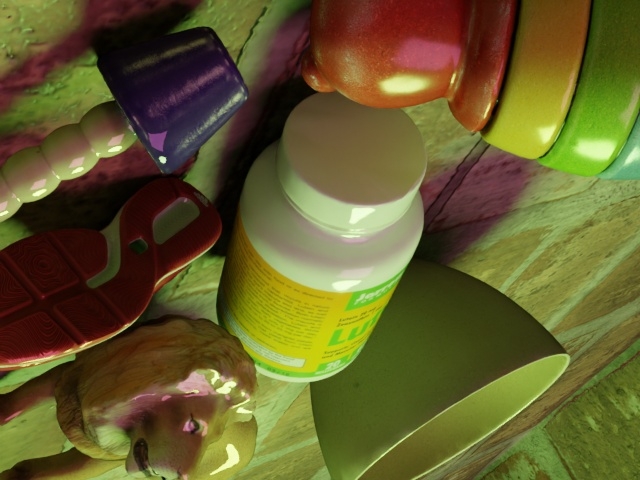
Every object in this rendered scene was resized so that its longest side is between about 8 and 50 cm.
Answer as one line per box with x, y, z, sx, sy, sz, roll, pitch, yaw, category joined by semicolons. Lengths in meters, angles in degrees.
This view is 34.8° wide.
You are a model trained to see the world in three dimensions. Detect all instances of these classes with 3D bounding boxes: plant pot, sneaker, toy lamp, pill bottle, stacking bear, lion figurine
0.098;0.130;1.118;0.284;0.191;0.284;-28;157;-13;plant pot
-0.165;0.048;0.693;0.221;0.087;0.128;-30;166;-48;sneaker
-0.168;-0.032;0.577;0.275;0.080;0.080;-32;158;-2;toy lamp
0.000;0.000;0.787;0.136;0.136;0.245;-22;156;-25;pill bottle
0.135;-0.122;0.613;0.289;0.164;0.175;7;136;-1;stacking bear
-0.136;0.162;0.903;0.240;0.142;0.392;-20;165;6;lion figurine
